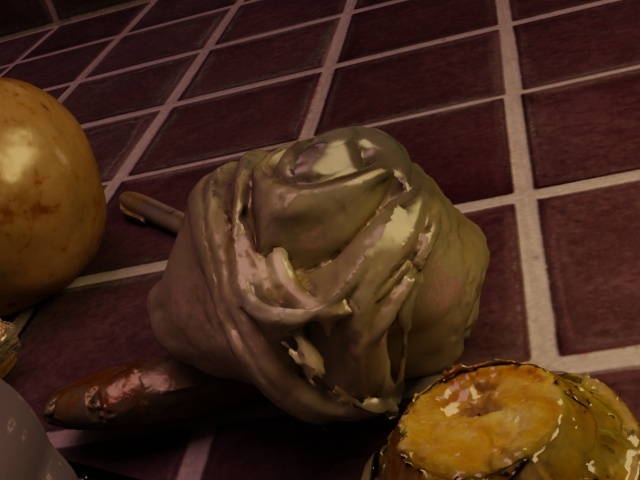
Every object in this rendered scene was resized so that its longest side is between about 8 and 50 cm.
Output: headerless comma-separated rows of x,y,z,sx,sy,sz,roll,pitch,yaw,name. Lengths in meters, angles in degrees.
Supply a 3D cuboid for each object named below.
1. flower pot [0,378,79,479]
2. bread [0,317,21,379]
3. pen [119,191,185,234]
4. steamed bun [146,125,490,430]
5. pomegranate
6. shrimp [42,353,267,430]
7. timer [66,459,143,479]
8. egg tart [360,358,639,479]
-0.259,0.213,0.497,0.265,0.265,0.243,-23,12,-9,flower pot
-0.398,0.132,1.028,0.125,0.082,0.106,11,49,28,bread
-0.214,-0.030,1.260,0.040,0.032,0.233,-53,38,-12,pen
0.000,0.000,0.792,0.280,0.207,0.268,27,29,37,steamed bun
-0.430,-0.075,1.148,0.343,0.342,0.342,-14,28,8,pomegranate
-0.112,0.126,0.877,0.295,0.062,0.154,-7,6,1,shrimp
-0.202,0.244,0.733,0.188,0.055,0.144,5,38,31,timer
0.124,0.151,0.669,0.213,0.090,0.212,-18,25,8,egg tart
